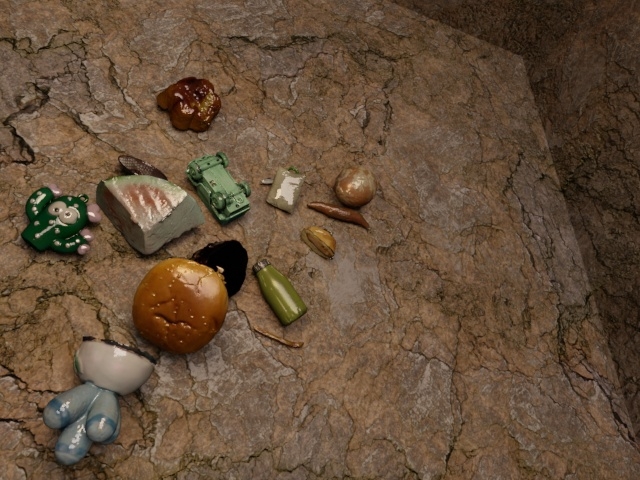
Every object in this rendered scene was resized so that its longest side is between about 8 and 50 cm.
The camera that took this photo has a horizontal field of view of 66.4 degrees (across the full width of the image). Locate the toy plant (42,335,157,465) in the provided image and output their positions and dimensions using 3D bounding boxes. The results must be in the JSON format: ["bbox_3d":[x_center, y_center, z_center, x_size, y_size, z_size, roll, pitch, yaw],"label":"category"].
[{"bbox_3d":[-0.637,0.461,1.385,0.247,0.247,0.332,25,59,-13],"label":"toy plant"}]

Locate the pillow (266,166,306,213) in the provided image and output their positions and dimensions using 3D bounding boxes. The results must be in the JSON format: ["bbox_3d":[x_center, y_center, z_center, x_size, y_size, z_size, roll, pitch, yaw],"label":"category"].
[{"bbox_3d":[-0.146,-0.211,2.077,0.134,0.078,0.181,22,77,-13],"label":"pillow"}]

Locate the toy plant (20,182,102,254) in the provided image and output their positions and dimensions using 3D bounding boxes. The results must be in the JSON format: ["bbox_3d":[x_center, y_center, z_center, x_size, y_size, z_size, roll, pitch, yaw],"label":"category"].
[{"bbox_3d":[-0.860,-0.068,1.624,0.232,0.112,0.243,17,63,-16],"label":"toy plant"}]

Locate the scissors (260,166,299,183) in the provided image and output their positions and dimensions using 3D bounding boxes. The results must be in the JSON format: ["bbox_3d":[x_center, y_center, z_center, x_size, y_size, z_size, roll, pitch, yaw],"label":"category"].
[{"bbox_3d":[-0.171,-0.267,2.135,0.204,0.027,0.101,-16,69,-35],"label":"scissors"}]

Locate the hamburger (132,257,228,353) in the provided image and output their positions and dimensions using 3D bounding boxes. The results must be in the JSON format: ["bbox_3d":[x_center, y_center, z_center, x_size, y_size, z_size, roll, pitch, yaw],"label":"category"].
[{"bbox_3d":[-0.443,0.203,1.573,0.290,0.170,0.314,27,96,-8],"label":"hamburger"}]

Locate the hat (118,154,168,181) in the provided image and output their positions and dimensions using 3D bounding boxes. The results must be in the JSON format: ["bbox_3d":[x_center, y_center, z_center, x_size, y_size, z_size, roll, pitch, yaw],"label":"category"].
[{"bbox_3d":[-0.678,-0.236,1.833,0.193,0.082,0.193,30,14,-8],"label":"hat"}]

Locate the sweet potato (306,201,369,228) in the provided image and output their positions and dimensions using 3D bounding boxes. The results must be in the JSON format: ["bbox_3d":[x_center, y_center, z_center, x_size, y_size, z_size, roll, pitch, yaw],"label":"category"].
[{"bbox_3d":[0.086,-0.122,2.161,0.314,0.072,0.066,16,72,-22],"label":"sweet potato"}]

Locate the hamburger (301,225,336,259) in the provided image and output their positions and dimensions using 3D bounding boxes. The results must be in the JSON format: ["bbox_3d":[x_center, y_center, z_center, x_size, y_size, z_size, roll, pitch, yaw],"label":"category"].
[{"bbox_3d":[0.006,0.000,2.051,0.176,0.087,0.102,38,41,6],"label":"hamburger"}]

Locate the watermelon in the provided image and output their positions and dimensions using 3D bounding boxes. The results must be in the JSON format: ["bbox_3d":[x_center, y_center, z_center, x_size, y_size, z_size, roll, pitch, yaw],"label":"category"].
[{"bbox_3d":[-0.601,-0.079,1.717,0.387,0.228,0.258,12,69,-15],"label":"watermelon"}]

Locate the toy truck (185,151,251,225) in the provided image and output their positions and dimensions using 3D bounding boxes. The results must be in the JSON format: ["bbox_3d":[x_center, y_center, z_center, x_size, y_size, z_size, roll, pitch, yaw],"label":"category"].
[{"bbox_3d":[-0.397,-0.205,1.906,0.155,0.156,0.279,-32,81,-36],"label":"toy truck"}]

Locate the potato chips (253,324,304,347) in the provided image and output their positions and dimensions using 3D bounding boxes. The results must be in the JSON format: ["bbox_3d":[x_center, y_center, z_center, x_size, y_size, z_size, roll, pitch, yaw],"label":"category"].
[{"bbox_3d":[-0.155,0.358,1.804,0.204,0.026,0.037,22,53,-14],"label":"potato chips"}]

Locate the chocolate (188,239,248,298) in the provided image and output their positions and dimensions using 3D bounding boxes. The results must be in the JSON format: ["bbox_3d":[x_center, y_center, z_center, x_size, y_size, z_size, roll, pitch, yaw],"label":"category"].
[{"bbox_3d":[-0.395,0.096,1.779,0.177,0.206,0.224,12,31,32],"label":"chocolate"}]

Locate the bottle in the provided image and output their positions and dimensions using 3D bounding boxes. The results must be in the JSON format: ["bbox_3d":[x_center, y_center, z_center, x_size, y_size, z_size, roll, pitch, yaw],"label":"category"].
[{"bbox_3d":[-0.161,0.188,1.839,0.112,0.112,0.260,-29,79,-35],"label":"bottle"}]

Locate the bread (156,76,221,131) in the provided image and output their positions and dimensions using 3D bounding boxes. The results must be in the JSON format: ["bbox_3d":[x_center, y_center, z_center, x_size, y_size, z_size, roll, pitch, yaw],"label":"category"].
[{"bbox_3d":[-0.532,-0.572,2.052,0.246,0.135,0.232,-39,98,-39],"label":"bread"}]

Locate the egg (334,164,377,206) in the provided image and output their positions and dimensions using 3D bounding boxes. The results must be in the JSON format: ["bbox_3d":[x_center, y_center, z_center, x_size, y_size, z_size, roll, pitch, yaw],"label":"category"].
[{"bbox_3d":[0.156,-0.240,2.189,0.195,0.195,0.233,46,41,2],"label":"egg"}]
